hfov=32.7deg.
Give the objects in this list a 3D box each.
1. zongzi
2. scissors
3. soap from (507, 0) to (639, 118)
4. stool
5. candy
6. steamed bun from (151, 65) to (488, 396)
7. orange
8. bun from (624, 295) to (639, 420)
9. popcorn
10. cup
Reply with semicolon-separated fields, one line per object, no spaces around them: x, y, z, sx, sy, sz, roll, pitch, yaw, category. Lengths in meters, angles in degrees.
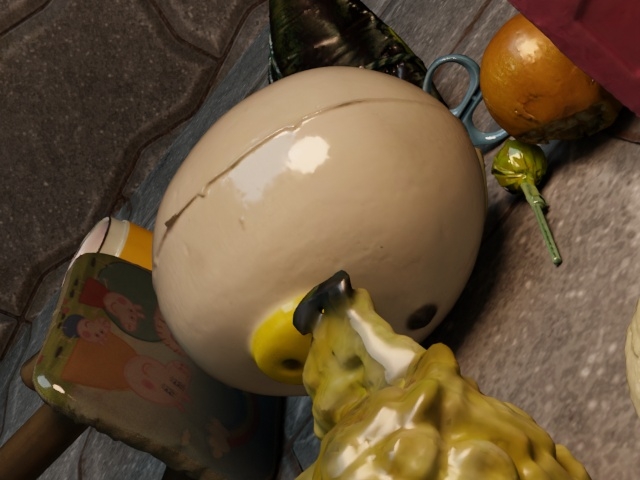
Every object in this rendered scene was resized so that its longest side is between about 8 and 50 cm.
0.009;-0.241;1.480;0.319;0.362;0.383;-39;13;-13;zongzi
0.141;-0.103;1.326;0.256;0.125;0.030;-59;4;31;scissors
0.349;-0.276;0.888;0.359;0.233;0.128;-38;27;38;soap
-0.225;0.212;1.350;0.226;0.310;0.310;-55;15;27;stool
0.215;-0.038;1.102;0.058;0.062;0.194;-7;38;1;candy
-0.002;-0.006;1.136;0.374;0.334;0.334;-41;23;32;steamed bun
0.238;-0.164;1.097;0.154;0.154;0.134;-43;47;29;orange
0.280;0.075;0.590;0.220;0.134;0.221;-18;54;27;bun
0.056;0.213;0.736;0.293;0.237;0.293;-42;25;25;popcorn
-0.220;0.086;1.580;0.196;0.279;0.196;-46;26;30;cup
